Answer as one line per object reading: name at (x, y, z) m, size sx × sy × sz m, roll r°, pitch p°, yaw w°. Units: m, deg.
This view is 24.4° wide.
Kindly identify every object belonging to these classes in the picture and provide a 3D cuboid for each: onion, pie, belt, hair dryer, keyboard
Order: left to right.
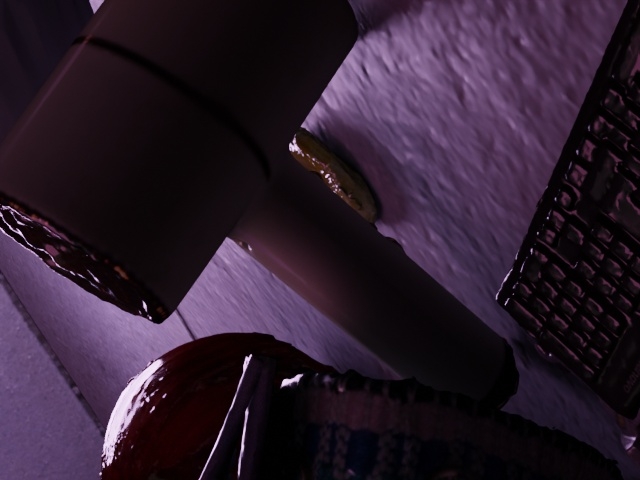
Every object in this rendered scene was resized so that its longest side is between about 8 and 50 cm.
onion at (-0.059, 0.211, 1.228) m, size 0.276 × 0.276 × 0.276 m, roll 46°, pitch 161°, yaw 21°
hair dryer at (0.000, 0.000, 0.848) m, size 0.362 × 0.203 × 0.128 m, roll 40°, pitch 164°, yaw -25°
pie at (0.006, -0.038, 0.969) m, size 0.084 × 0.020 × 0.084 m, roll 45°, pitch 162°, yaw 19°
belt at (0.057, 0.183, 0.854) m, size 0.207 × 0.160 × 0.295 m, roll 5°, pitch 163°, yaw 26°
keyboard at (0.131, -0.031, 0.550) m, size 0.087 × 0.017 × 0.250 m, roll 44°, pitch 141°, yaw 24°

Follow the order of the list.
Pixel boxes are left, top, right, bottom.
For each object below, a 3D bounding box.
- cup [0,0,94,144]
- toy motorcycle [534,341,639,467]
cup at (-0.318, -0.243, 1.008) m, size 0.253 × 0.253 × 0.371 m, roll 32°, pitch 155°, yaw 47°
toy motorcycle at (0.157, 0.042, 0.652) m, size 0.122 × 0.080 × 0.215 m, roll 51°, pitch 158°, yaw 5°
